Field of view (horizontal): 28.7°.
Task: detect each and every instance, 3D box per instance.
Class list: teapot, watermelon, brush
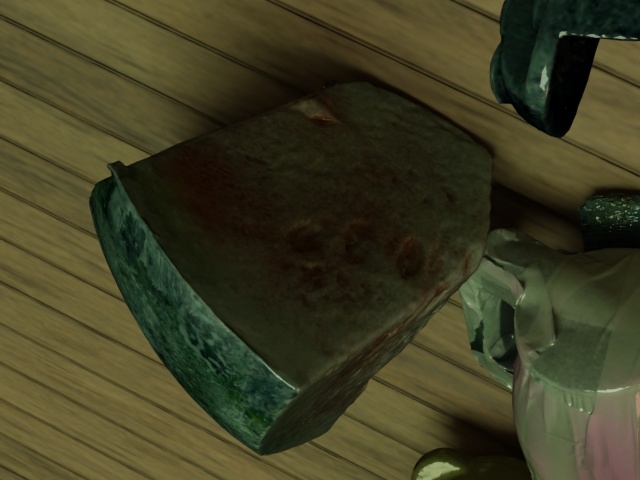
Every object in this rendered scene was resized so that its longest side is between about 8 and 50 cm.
[{"bbox_3d":[0.194,0.074,0.836,0.163,0.221,0.178,-24,132,2],"label":"teapot"},{"bbox_3d":[0.000,0.000,0.844,0.258,0.387,0.228,-32,84,2],"label":"watermelon"},{"bbox_3d":[0.267,-0.001,0.815,0.196,0.021,0.070,2,130,28],"label":"brush"}]

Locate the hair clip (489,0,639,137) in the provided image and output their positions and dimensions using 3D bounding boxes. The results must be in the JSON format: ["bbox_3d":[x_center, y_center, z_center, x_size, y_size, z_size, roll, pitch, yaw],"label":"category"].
[{"bbox_3d":[0.173,-0.197,0.560,0.194,0.206,0.310,10,115,16],"label":"hair clip"}]

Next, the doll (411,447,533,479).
[{"bbox_3d":[0.188,0.272,1.003,0.260,0.161,0.177,12,113,18],"label":"doll"}]
